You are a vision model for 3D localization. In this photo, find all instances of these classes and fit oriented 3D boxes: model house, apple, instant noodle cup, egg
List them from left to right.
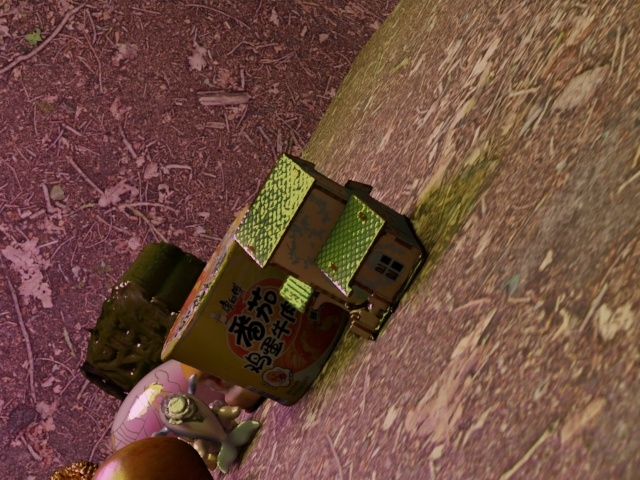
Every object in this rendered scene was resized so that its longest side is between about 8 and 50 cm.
[{"bbox_3d":[-0.239,0.383,1.373,0.196,0.196,0.196,-58,8,13],"label":"apple"},{"bbox_3d":[-0.285,0.342,1.818,0.271,0.196,0.196,-50,10,19],"label":"egg"},{"bbox_3d":[-0.084,0.105,1.385,0.264,0.200,0.264,-58,9,14],"label":"instant noodle cup"},{"bbox_3d":[0.000,0.000,1.223,0.178,0.206,0.271,-57,9,13],"label":"model house"}]

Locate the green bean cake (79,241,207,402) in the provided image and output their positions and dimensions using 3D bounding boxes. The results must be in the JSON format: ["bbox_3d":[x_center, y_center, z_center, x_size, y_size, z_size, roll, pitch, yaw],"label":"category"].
[{"bbox_3d":[-0.315,0.204,1.996,0.319,0.335,0.218,-58,5,40],"label":"green bean cake"}]

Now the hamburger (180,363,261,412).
[{"bbox_3d":[-0.132,0.132,1.657,0.303,0.186,0.261,-53,11,27],"label":"hamburger"}]

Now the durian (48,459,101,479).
[{"bbox_3d":[-0.554,0.657,2.192,0.293,0.258,0.258,-60,6,36],"label":"durian"}]

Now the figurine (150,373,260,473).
[{"bbox_3d":[-0.187,0.311,1.545,0.208,0.184,0.128,17,64,44],"label":"figurine"}]
